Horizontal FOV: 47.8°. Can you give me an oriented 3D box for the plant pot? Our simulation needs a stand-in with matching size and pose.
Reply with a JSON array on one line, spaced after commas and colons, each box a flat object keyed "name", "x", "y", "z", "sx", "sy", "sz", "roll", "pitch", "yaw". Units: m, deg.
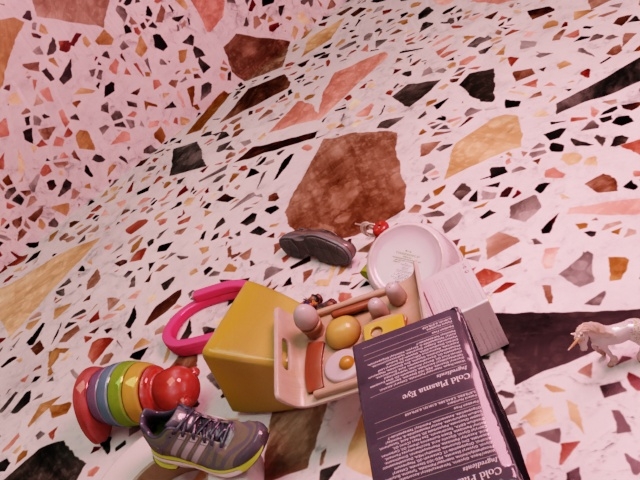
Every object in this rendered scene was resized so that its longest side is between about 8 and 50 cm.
[{"name": "plant pot", "x": -0.092, "y": 0.239, "z": 1.537, "sx": 0.187, "sy": 0.212, "sz": 0.212, "roll": 6, "pitch": 46, "yaw": 27}]

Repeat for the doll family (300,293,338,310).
[{"name": "doll family", "x": -0.014, "y": 0.167, "z": 1.683, "sx": 0.111, "sy": 0.076, "sz": 0.193, "roll": -48, "pitch": 33, "yaw": -18}]

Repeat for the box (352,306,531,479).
[{"name": "box", "x": 0.200, "y": 0.335, "z": 1.025, "sx": 0.179, "sy": 0.343, "sz": 0.312, "roll": -22, "pitch": 32, "yaw": 9}]

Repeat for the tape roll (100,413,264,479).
[{"name": "tape roll", "x": -0.293, "y": 0.519, "z": 1.423, "sx": 0.392, "sy": 0.072, "sz": 0.392, "roll": -21, "pitch": 33, "yaw": 14}]

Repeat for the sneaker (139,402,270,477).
[{"name": "sneaker", "x": -0.233, "y": 0.377, "z": 1.388, "sx": 0.300, "sy": 0.121, "sz": 0.111, "roll": -10, "pitch": 38, "yaw": 29}]

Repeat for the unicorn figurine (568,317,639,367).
[{"name": "unicorn figurine", "x": 0.498, "y": 0.169, "z": 1.231, "sx": 0.162, "sy": 0.111, "sz": 0.060, "roll": -26, "pitch": 33, "yaw": 7}]

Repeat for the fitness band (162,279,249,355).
[{"name": "fitness band", "x": -0.281, "y": 0.198, "z": 1.873, "sx": 0.291, "sy": 0.054, "sz": 0.209, "roll": -17, "pitch": 35, "yaw": 22}]

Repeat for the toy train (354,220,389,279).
[{"name": "toy train", "x": 0.139, "y": 0.036, "z": 1.729, "sx": 0.248, "sy": 0.105, "sz": 0.143, "roll": 12, "pitch": 65, "yaw": 47}]

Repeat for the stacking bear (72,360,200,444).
[{"name": "stacking bear", "x": -0.410, "y": 0.356, "z": 1.673, "sx": 0.289, "sy": 0.164, "sz": 0.175, "roll": -10, "pitch": 37, "yaw": 21}]

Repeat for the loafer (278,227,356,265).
[{"name": "loafer", "x": 0.000, "y": 0.000, "z": 1.887, "sx": 0.267, "sy": 0.096, "sz": 0.084, "roll": 7, "pitch": 42, "yaw": 47}]

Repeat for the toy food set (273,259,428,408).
[{"name": "toy food set", "x": 0.056, "y": 0.167, "z": 1.350, "sx": 0.306, "sy": 0.092, "sz": 0.219, "roll": -21, "pitch": 42, "yaw": 15}]

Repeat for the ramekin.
[{"name": "ramekin", "x": 0.197, "y": 0.057, "z": 1.547, "sx": 0.207, "sy": 0.109, "sz": 0.207, "roll": -8, "pitch": 69, "yaw": 20}]

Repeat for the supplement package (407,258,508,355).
[{"name": "supplement package", "x": 0.219, "y": 0.171, "z": 1.425, "sx": 0.244, "sy": 0.139, "sz": 0.134, "roll": -27, "pitch": 35, "yaw": 8}]
